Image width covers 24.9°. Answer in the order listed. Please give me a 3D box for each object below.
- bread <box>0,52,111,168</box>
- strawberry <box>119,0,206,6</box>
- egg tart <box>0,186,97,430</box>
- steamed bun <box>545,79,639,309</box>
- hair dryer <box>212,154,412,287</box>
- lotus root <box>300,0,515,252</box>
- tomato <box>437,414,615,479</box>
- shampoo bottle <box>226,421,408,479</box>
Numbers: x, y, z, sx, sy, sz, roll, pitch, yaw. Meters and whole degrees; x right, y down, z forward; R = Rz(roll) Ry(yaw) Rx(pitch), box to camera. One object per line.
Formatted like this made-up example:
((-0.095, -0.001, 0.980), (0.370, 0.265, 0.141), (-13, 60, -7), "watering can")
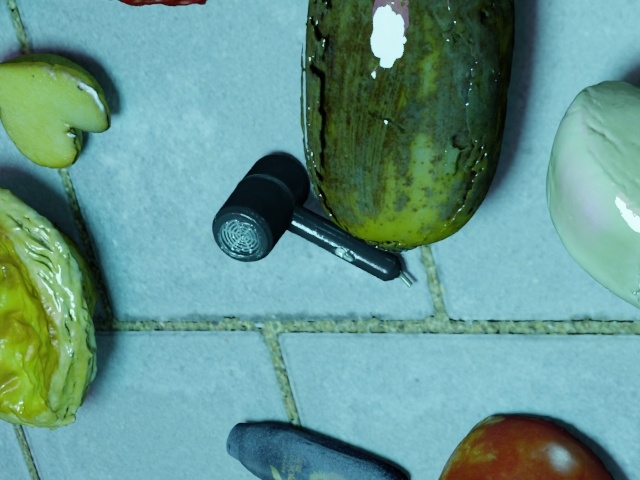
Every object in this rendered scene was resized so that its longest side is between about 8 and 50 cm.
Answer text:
((-0.311, -0.157, 1.728), (0.188, 0.065, 0.149), (3, 125, 31), "bread")
((-0.131, -0.374, 1.351), (0.310, 0.292, 0.291), (-25, 97, 47), "strawberry")
((-0.389, 0.074, 1.846), (0.341, 0.132, 0.341), (15, 119, 29), "egg tart")
((0.294, -0.020, 1.279), (0.239, 0.152, 0.170), (33, 152, 19), "steamed bun")
((0.000, 0.000, 1.561), (0.219, 0.124, 0.071), (28, 130, 1), "hair dryer")
((0.083, -0.169, 1.372), (0.196, 0.179, 0.397), (8, 122, 14), "lotus root")
((0.199, 0.306, 1.544), (0.200, 0.139, 0.233), (32, 128, 27), "tomato")
((-0.006, 0.273, 1.729), (0.234, 0.049, 0.087), (18, 119, 28), "shampoo bottle")
